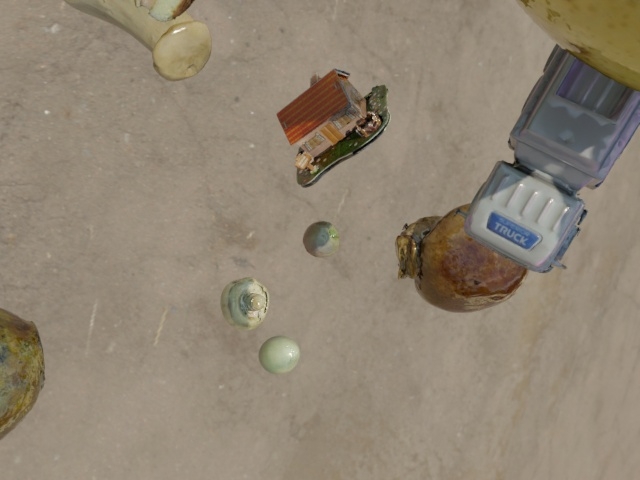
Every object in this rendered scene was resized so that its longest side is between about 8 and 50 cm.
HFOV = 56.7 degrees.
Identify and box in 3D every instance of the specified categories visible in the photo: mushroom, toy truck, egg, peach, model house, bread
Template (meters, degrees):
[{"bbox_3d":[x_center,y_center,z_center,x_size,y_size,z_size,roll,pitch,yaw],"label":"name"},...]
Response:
[{"bbox_3d":[0.292,0.040,1.218,0.263,0.283,0.195,70,28,-52],"label":"mushroom"},{"bbox_3d":[0.244,-0.099,0.589,0.268,0.124,0.155,-63,164,10],"label":"toy truck"},{"bbox_3d":[-0.121,0.341,1.765,0.114,0.152,0.114,10,73,-35],"label":"egg"},{"bbox_3d":[0.000,-0.002,1.303,0.083,0.083,0.083,-18,115,-43],"label":"peach"},{"bbox_3d":[-0.200,0.173,1.636,0.154,0.122,0.154,7,80,-45],"label":"mushroom"},{"bbox_3d":[0.008,-0.289,1.424,0.154,0.293,0.207,40,34,-30],"label":"model house"},{"bbox_3d":[-0.094,-0.212,0.428,0.043,0.062,0.109,30,59,-11],"label":"bread"},{"bbox_3d":[-0.238,-0.306,0.745,0.108,0.247,0.096,-47,168,-18],"label":"mushroom"}]

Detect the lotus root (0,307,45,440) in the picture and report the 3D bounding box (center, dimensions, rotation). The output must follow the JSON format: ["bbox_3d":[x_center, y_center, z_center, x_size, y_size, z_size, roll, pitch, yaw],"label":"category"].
[{"bbox_3d":[-0.595,0.226,0.885,0.346,0.250,0.251,-18,116,-32],"label":"lotus root"}]

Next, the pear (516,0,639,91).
[{"bbox_3d":[0.230,-0.222,0.309,0.309,0.309,0.309,-18,115,-43],"label":"pear"}]
